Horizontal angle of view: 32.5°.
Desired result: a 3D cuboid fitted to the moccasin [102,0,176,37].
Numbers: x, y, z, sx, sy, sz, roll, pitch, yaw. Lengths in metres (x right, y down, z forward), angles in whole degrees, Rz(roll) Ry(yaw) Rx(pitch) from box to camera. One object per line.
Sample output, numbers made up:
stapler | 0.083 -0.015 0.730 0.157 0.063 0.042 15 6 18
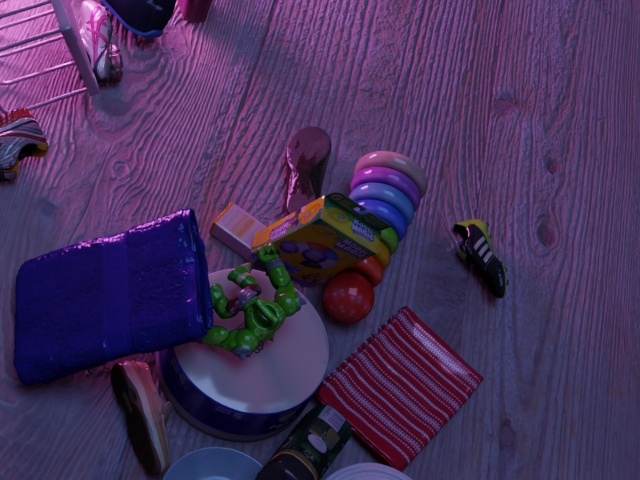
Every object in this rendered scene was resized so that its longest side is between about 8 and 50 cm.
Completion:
moccasin | -0.398 -0.537 2.106 0.342 0.117 0.138 44 23 3

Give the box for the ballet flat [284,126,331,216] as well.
ballet flat | -0.025 -0.114 2.036 0.084 0.058 0.249 1 49 4

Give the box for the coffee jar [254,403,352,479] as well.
coffee jar | -0.027 0.332 1.667 0.079 0.096 0.184 44 34 1

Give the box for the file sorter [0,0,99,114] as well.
file sorter | -0.521 -0.390 1.910 0.173 0.193 0.277 -19 64 -6

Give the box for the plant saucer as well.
plant saucer | -0.152 0.404 1.636 0.195 0.037 0.194 11 55 -16

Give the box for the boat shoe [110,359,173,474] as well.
boat shoe | -0.255 0.263 1.674 0.072 0.068 0.190 -3 58 -38

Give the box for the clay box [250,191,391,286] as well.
clay box | 0.000 0.000 1.835 0.127 0.222 0.053 31 54 -28

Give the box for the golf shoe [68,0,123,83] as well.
golf shoe | -0.424 -0.372 2.031 0.086 0.067 0.186 -7 61 -25

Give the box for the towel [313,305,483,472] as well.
towel | 0.135 0.248 1.865 0.199 0.031 0.275 44 52 9

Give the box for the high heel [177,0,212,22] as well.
high heel | -0.265 -0.631 2.199 0.127 0.181 0.377 -10 62 -28

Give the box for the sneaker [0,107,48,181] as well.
sneaker | -0.546 -0.133 1.807 0.225 0.088 0.092 -37 87 -31

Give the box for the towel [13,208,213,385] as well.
towel | -0.314 0.092 1.674 0.308 0.076 0.227 -16 54 10

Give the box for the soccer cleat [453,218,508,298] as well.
soccer cleat | 0.299 0.036 2.064 0.072 0.060 0.178 -6 53 -15

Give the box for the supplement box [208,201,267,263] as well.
supplement box | -0.137 -0.013 1.925 0.098 0.036 0.062 36 51 4

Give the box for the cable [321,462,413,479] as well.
cable | 0.073 0.462 1.655 0.257 0.089 0.257 -25 70 -33

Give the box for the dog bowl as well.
dog bowl | -0.124 0.180 1.757 0.265 0.104 0.264 11 55 -15

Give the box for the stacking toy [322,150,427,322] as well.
stacking toy | 0.088 0.005 1.960 0.141 0.141 0.330 23 59 -6

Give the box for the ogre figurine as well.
ogre figurine | -0.112 0.104 1.686 0.118 0.096 0.197 42 48 16
